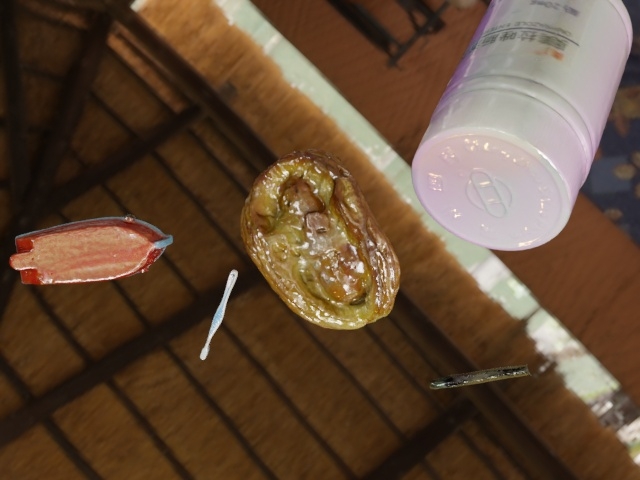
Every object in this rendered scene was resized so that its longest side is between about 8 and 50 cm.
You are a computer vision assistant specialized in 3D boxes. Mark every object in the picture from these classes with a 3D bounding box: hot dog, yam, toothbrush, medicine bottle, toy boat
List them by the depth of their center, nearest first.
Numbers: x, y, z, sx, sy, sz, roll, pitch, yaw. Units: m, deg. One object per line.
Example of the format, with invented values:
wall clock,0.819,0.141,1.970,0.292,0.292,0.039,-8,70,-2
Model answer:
medicine bottle,0.194,-0.128,0.985,0.152,0.152,0.254,41,-130,-14
yam,0.165,0.142,1.086,0.014,0.107,0.014,172,90,-90
toy boat,-0.245,0.011,1.130,0.059,0.173,0.069,-145,48,-76
hot dog,-0.002,-0.002,1.389,0.259,0.175,0.114,56,-172,22
toothbrush,-0.157,0.116,1.609,0.014,0.162,0.017,25,-156,9
